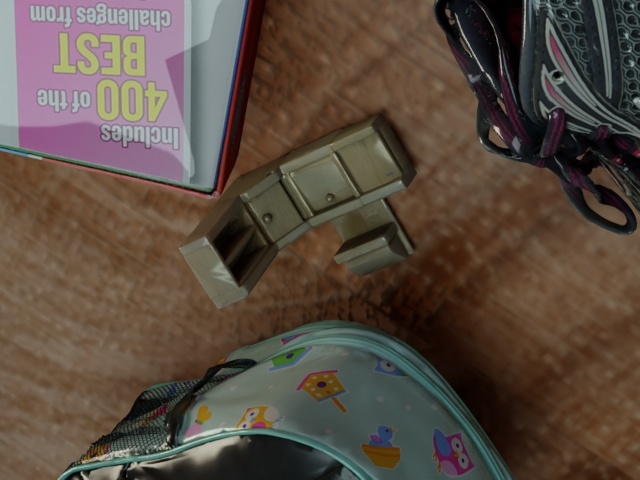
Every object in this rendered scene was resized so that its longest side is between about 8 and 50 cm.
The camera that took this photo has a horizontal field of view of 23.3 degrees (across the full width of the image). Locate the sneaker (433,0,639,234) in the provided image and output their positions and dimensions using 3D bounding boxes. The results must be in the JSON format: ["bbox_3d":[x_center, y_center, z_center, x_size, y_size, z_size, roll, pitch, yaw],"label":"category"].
[{"bbox_3d":[0.117,-0.052,0.585,0.299,0.112,0.121,55,158,-13],"label":"sneaker"}]

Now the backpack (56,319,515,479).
[{"bbox_3d":[0.000,0.121,0.703,0.188,0.144,0.166,-20,107,48],"label":"backpack"}]

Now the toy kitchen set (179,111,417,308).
[{"bbox_3d":[0.000,0.000,0.690,0.083,0.075,0.068,-23,108,30],"label":"toy kitchen set"}]

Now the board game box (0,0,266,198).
[{"bbox_3d":[-0.125,-0.195,0.597,0.242,0.064,0.316,13,110,1],"label":"board game box"}]
